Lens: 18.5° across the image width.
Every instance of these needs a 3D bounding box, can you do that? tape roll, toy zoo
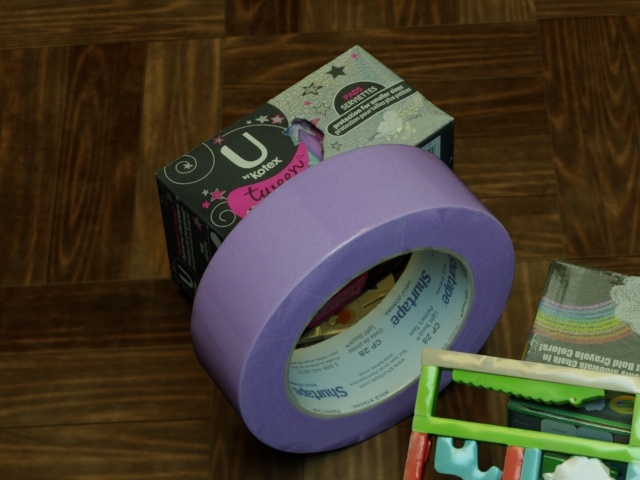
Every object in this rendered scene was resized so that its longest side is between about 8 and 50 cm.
[{"bbox_3d":[0.029,0.052,1.672,0.275,0.274,0.090,-27,52,-18],"label":"tape roll"},{"bbox_3d":[0.154,0.242,1.564,0.192,0.030,0.293,8,81,13],"label":"toy zoo"}]

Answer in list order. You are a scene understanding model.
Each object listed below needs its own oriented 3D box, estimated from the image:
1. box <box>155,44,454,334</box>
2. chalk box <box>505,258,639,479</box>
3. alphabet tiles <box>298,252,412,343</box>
[{"bbox_3d":[-0.012,-0.038,1.816,0.247,0.163,0.142,-35,57,-24],"label":"box"},{"bbox_3d":[0.233,0.146,1.671,0.132,0.132,0.213,12,52,14],"label":"chalk box"},{"bbox_3d":[0.000,0.000,1.897,0.198,0.009,0.237,-10,49,-4],"label":"alphabet tiles"}]
